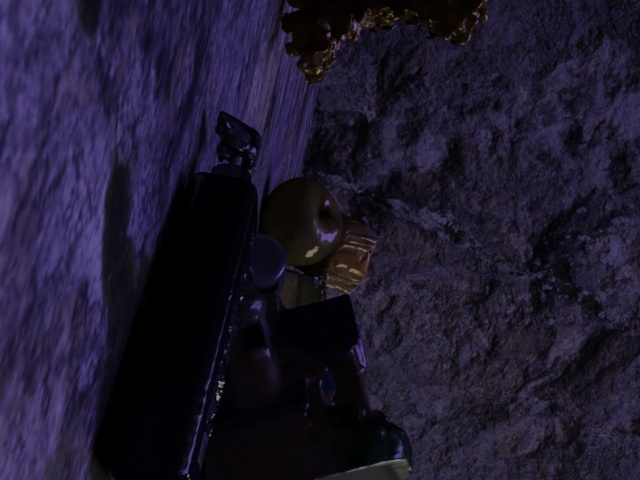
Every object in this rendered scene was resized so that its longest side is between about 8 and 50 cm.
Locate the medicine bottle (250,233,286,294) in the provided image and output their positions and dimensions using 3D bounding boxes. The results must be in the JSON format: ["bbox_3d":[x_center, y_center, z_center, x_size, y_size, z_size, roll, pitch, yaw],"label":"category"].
[{"bbox_3d":[-0.091,0.051,1.143,0.130,0.080,0.080,101,0,-64],"label":"medicine bottle"}]

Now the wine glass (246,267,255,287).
[{"bbox_3d":[-0.112,0.109,0.739,0.066,0.066,0.198,102,0,-53],"label":"wine glass"}]

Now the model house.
[{"bbox_3d":[-0.033,0.182,1.007,0.312,0.245,0.280,68,8,-68],"label":"model house"}]

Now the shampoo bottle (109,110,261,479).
[{"bbox_3d":[-0.093,0.039,0.630,0.098,0.071,0.310,100,2,-61],"label":"shampoo bottle"}]

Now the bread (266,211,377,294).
[{"bbox_3d":[0.000,0.000,1.678,0.288,0.119,0.153,33,-77,54],"label":"bread"}]

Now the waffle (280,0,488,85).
[{"bbox_3d":[0.087,-0.338,1.120,0.069,0.292,0.260,68,17,-50],"label":"waffle"}]

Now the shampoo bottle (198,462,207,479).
[{"bbox_3d":[-0.154,0.323,1.011,0.214,0.072,0.072,-79,180,-52],"label":"shampoo bottle"}]

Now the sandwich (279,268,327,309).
[{"bbox_3d":[-0.079,0.177,1.585,0.227,0.155,0.199,101,1,-75],"label":"sandwich"}]

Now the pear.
[{"bbox_3d":[-0.037,-0.038,1.508,0.167,0.136,0.167,22,61,-46],"label":"pear"}]
